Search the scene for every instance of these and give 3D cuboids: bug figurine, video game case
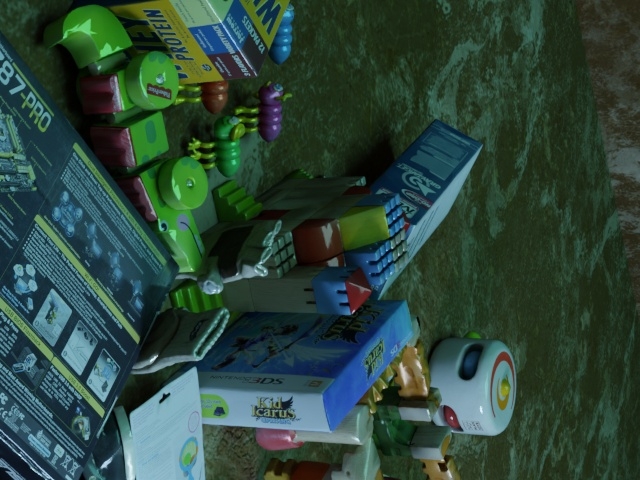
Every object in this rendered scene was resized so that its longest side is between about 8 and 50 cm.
[{"bbox_3d":[-0.101,-0.209,1.517,0.279,0.072,0.216,-49,149,-51],"label":"bug figurine"},{"bbox_3d":[-0.038,0.159,1.497,0.269,0.244,0.061,-41,124,-54],"label":"video game case"}]

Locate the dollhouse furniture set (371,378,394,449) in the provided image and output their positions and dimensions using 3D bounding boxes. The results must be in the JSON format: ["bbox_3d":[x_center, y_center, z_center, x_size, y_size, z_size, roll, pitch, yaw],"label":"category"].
[{"bbox_3d":[0.120,0.307,1.971,0.152,0.058,0.076,-48,130,-51],"label":"dollhouse furniture set"}]

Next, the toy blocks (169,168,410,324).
[{"bbox_3d":[0.000,0.000,1.553,0.381,0.261,0.191,-39,123,-55],"label":"toy blocks"}]

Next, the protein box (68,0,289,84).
[{"bbox_3d":[-0.156,-0.307,1.339,0.136,0.199,0.201,55,45,-45],"label":"protein box"}]

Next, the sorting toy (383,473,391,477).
[{"bbox_3d":[0.159,0.572,2.005,0.255,0.089,0.257,37,58,-55],"label":"sorting toy"}]

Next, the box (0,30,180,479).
[{"bbox_3d":[-0.323,0.030,1.141,0.395,0.097,0.318,58,43,-43],"label":"box"}]

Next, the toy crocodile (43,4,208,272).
[{"bbox_3d":[-0.222,-0.112,1.308,0.105,0.115,0.341,-38,121,-47],"label":"toy crocodile"}]

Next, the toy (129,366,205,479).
[{"bbox_3d":[-0.203,0.288,1.392,0.137,0.056,0.237,-35,125,-56],"label":"toy"}]

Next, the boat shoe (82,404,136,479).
[{"bbox_3d":[-0.256,0.307,1.300,0.079,0.084,0.233,-10,109,-22],"label":"boat shoe"}]

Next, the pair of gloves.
[{"bbox_3d":[-0.149,0.069,1.345,0.042,0.204,0.240,50,48,-25],"label":"pair of gloves"}]

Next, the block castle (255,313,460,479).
[{"bbox_3d":[0.056,0.350,1.704,0.303,0.212,0.453,-56,136,-48],"label":"block castle"}]

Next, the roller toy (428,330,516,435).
[{"bbox_3d":[0.310,0.294,2.224,0.191,0.146,0.209,-5,95,-60],"label":"roller toy"}]

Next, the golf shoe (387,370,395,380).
[{"bbox_3d":[0.083,0.166,1.868,0.273,0.105,0.120,26,75,-58],"label":"golf shoe"}]

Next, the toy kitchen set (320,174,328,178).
[{"bbox_3d":[0.006,-0.057,1.811,0.068,0.075,0.083,41,5,-8],"label":"toy kitchen set"}]

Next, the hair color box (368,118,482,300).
[{"bbox_3d":[0.150,-0.060,1.911,0.347,0.105,0.174,-47,164,-52],"label":"hair color box"}]
